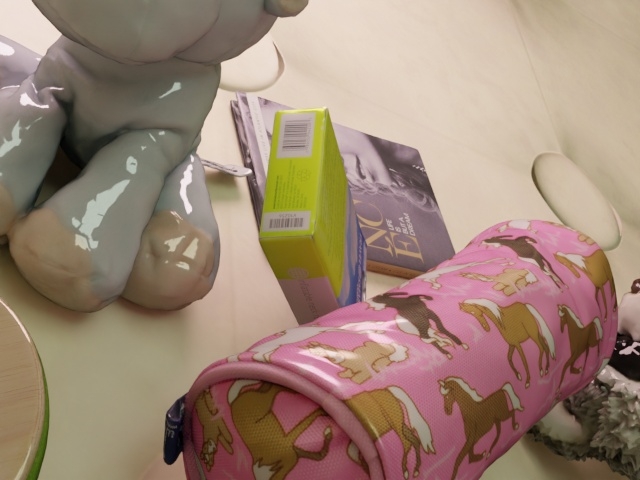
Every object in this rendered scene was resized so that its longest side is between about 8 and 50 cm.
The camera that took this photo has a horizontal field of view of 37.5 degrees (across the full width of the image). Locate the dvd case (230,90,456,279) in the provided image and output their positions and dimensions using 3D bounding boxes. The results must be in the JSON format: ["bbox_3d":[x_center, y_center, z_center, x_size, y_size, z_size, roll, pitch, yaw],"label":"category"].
[{"bbox_3d":[0.027,-0.044,0.857,0.221,0.018,0.165,12,48,-35],"label":"dvd case"}]

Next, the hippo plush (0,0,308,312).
[{"bbox_3d":[-0.100,-0.103,0.612,0.294,0.236,0.234,-11,63,-47],"label":"hippo plush"}]

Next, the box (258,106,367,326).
[{"bbox_3d":[0.000,0.000,0.691,0.178,0.042,0.109,70,21,-56],"label":"box"}]

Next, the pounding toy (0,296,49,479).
[{"bbox_3d":[-0.236,0.103,0.432,0.236,0.110,0.183,14,51,8],"label":"pounding toy"}]

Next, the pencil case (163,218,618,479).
[{"bbox_3d":[0.075,0.096,0.641,0.386,0.167,0.160,-22,111,-51],"label":"pencil case"}]

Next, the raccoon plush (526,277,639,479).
[{"bbox_3d":[0.337,0.246,0.750,0.216,0.299,0.447,11,69,-50],"label":"raccoon plush"}]
